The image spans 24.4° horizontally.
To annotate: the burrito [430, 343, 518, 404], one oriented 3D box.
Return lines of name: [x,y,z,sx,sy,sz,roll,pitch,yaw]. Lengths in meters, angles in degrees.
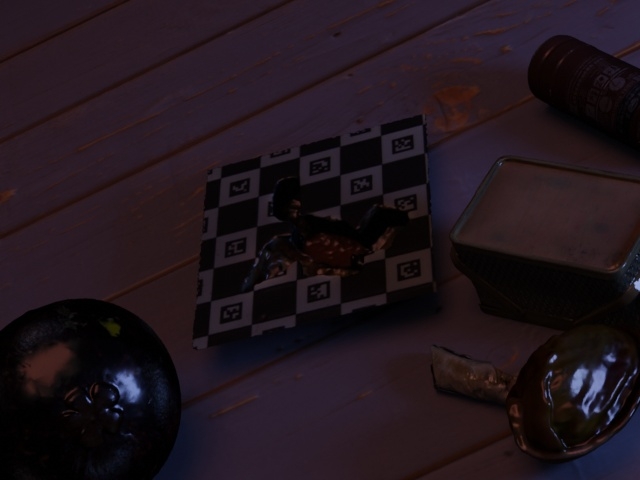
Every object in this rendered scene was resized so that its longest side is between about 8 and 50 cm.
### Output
burrito: [0.180,0.166,1.815,0.149,0.041,0.055,17,44,43]

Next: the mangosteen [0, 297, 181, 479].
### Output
mangosteen: [-0.313,0.210,1.881,0.288,0.288,0.288,-15,43,15]

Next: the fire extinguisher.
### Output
fire extinguisher: [0.418,-0.160,1.983,0.344,0.102,0.138,38,105,45]

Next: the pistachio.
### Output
pistachio: [0.293,0.165,1.692,0.165,0.130,0.210,16,49,42]

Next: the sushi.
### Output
sushi: [0.000,0.000,2.064,0.343,0.064,0.359,-14,44,14]

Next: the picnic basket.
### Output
picnic basket: [0.310,0.008,1.829,0.267,0.139,0.165,11,55,36]
